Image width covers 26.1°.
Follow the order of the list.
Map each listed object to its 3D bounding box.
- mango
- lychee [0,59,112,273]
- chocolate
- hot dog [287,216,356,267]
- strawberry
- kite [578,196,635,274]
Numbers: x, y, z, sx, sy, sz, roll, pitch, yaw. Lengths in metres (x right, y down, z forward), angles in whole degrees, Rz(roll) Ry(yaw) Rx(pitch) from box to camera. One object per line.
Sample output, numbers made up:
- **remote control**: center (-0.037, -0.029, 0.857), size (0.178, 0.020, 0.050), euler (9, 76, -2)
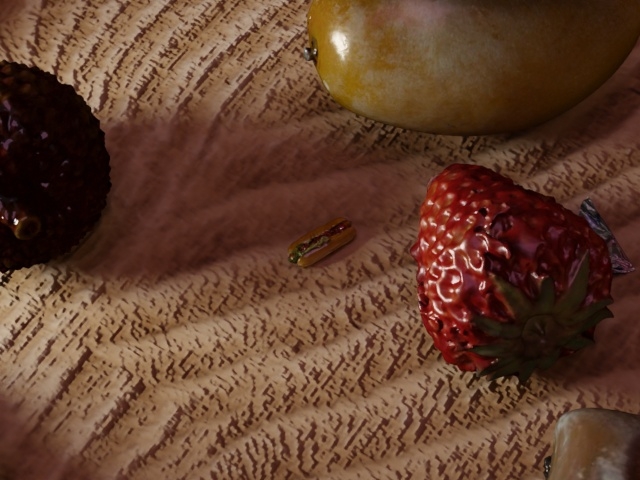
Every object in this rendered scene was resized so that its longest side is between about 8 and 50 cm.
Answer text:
- **mango**: center (0.171, -0.227, 1.538), size (0.384, 0.199, 0.221), euler (-8, 55, -2)
- **lychee**: center (-0.347, -0.087, 1.476), size (0.236, 0.236, 0.271), euler (-29, 38, -14)
- **chocolate**: center (0.276, 0.266, 1.283), size (0.161, 0.083, 0.261), euler (10, 58, 9)
- **hot dog**: center (0.000, 0.000, 1.511), size (0.083, 0.021, 0.037), euler (-33, 60, -17)
- **strawberry**: center (0.169, 0.016, 1.395), size (0.205, 0.205, 0.244), euler (-21, 47, -9)
- **kite**: center (0.267, 0.005, 1.495), size (0.156, 0.011, 0.139), euler (23, 60, 17)
